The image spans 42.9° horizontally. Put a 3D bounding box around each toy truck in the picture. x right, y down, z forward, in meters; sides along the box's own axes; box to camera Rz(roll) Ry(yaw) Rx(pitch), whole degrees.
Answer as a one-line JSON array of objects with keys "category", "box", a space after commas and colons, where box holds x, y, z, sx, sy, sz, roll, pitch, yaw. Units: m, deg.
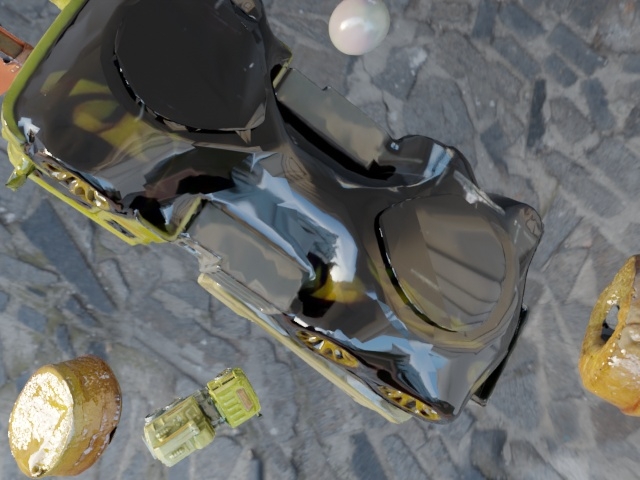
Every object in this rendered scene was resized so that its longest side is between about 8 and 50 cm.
[{"category": "toy truck", "box": [-0.267, 0.404, 1.838, 0.272, 0.157, 0.124, -29, 98, -13]}, {"category": "toy truck", "box": [-0.033, -0.018, 0.620, 0.405, 0.254, 0.180, 36, 69, -19]}]

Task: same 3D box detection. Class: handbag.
[{"category": "handbag", "box": [-0.621, -0.346, 1.537, 0.190, 0.127, 0.062, -10, 54, 49]}]

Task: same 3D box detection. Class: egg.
[{"category": "egg", "box": [0.071, -0.392, 1.479, 0.103, 0.135, 0.103, 6, 76, -26]}]

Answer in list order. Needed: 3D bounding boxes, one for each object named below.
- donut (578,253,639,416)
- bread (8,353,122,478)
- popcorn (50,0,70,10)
[{"category": "donut", "box": [0.620, 0.179, 1.579, 0.150, 0.317, 0.299, 25, 105, 5]}, {"category": "bread", "box": [-0.499, 0.348, 1.601, 0.195, 0.143, 0.269, 47, 115, 30]}, {"category": "popcorn", "box": [-0.352, -0.566, 1.506, 0.293, 0.292, 0.334, 36, 64, 24]}]
